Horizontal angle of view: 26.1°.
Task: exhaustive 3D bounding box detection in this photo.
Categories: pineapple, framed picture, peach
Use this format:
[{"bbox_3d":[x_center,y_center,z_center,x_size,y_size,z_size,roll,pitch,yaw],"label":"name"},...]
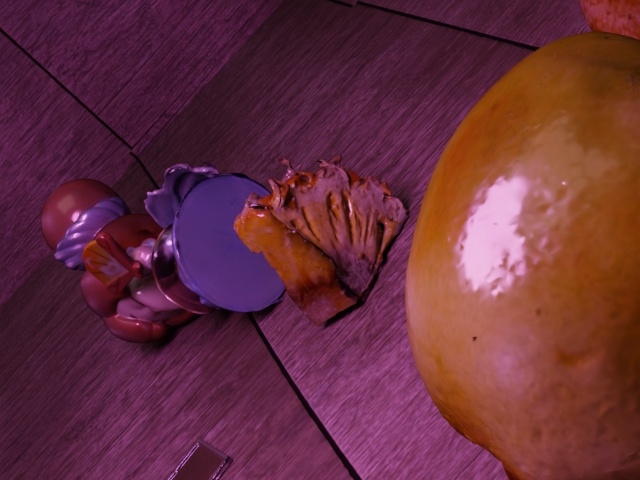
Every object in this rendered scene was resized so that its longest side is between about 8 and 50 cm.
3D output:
[{"bbox_3d":[0.000,0.000,1.618,0.236,0.186,0.114,-5,-22,-44],"label":"pineapple"},{"bbox_3d":[-0.166,0.297,1.585,0.149,0.011,0.109,-52,19,-11],"label":"framed picture"},{"bbox_3d":[0.205,0.015,0.937,0.316,0.281,0.314,-56,24,13],"label":"peach"}]

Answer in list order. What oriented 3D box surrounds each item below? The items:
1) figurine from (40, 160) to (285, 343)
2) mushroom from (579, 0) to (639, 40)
[{"bbox_3d":[-0.217,0.012,1.923,0.388,0.276,0.248,-24,54,54],"label":"figurine"},{"bbox_3d":[0.366,-0.283,1.307,0.263,0.195,0.283,-56,20,-7],"label":"mushroom"}]
